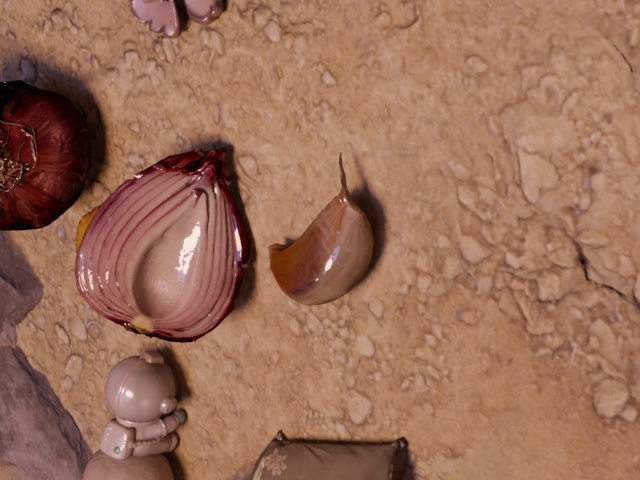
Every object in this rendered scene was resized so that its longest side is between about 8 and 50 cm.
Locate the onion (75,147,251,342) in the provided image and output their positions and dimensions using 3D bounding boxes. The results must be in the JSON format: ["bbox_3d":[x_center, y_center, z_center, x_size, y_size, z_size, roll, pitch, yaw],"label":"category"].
[{"bbox_3d":[-0.205,-0.005,1.729,0.283,0.227,0.120,-62,18,0],"label":"onion"}]

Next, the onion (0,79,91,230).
[{"bbox_3d":[-0.476,-0.119,1.820,0.281,0.281,0.221,6,105,37],"label":"onion"}]

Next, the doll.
[{"bbox_3d":[-0.284,0.300,1.898,0.151,0.151,0.287,23,115,31],"label":"doll"}]

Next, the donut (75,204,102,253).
[{"bbox_3d":[-0.289,0.029,1.858,0.162,0.065,0.178,-20,93,45],"label":"donut"}]

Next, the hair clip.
[{"bbox_3d":[-0.155,-0.373,1.610,0.300,0.069,0.173,-14,95,50],"label":"hair clip"}]

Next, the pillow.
[{"bbox_3d":[-0.003,0.334,1.691,0.255,0.059,0.169,-6,59,39],"label":"pillow"}]

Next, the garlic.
[{"bbox_3d":[0.008,0.001,1.602,0.128,0.090,0.198,56,135,25],"label":"garlic"}]
